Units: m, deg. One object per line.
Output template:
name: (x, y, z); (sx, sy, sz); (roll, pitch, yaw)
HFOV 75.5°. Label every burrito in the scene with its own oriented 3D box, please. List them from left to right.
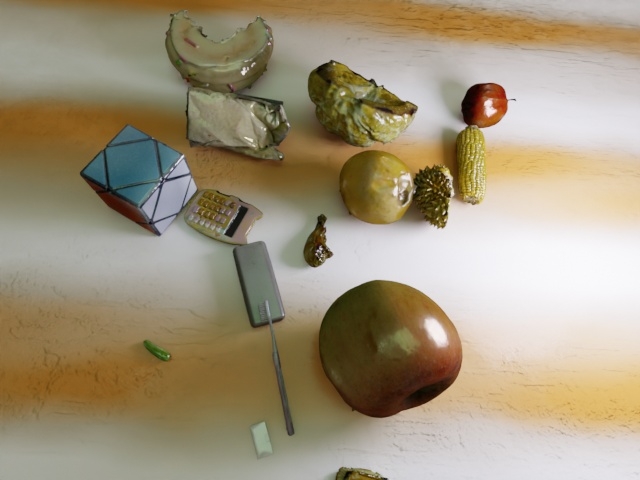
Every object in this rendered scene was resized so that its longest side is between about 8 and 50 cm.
burrito: (-0.265, -0.372, 1.345); (0.332, 0.135, 0.190); (9, 103, -5)

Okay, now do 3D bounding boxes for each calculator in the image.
calculator: (-0.307, -0.074, 1.285); (0.237, 0.033, 0.157); (24, 68, 7)

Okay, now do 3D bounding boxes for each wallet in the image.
wallet: (-0.152, 0.514, 1.066); (0.044, 0.011, 0.083); (-15, 69, -11)

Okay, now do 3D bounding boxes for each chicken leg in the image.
chicken leg: (0.000, 0.000, 1.268); (0.093, 0.070, 0.178); (12, 57, -6)

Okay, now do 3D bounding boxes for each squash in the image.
squash: (-0.446, 0.299, 1.122); (0.089, 0.027, 0.027); (28, 68, 8)

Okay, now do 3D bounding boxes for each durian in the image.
durian: (0.346, -0.140, 1.286); (0.138, 0.183, 0.249); (18, 23, 2)

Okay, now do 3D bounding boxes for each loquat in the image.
loquat: (0.162, -0.162, 1.267); (0.244, 0.244, 0.243); (2, 68, -4)

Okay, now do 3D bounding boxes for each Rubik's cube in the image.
Rubik's cube: (-0.516, -0.172, 1.211); (0.205, 0.207, 0.205); (29, 68, 8)

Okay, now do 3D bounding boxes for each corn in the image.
corn: (0.509, -0.252, 1.398); (0.106, 0.106, 0.293); (8, 70, -2)

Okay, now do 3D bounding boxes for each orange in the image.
orange: (0.111, -0.431, 1.361); (0.369, 0.210, 0.271); (34, 31, 7)

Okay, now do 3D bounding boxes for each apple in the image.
apple: (0.168, 0.260, 1.043); (0.339, 0.338, 0.305); (-19, 51, -12)

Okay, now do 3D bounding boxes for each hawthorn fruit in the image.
hawthorn fruit: (0.599, -0.480, 1.465); (0.194, 0.157, 0.157); (-12, 69, -7)

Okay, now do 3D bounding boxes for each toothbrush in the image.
toothbrush: (-0.120, 0.336, 1.102); (0.029, 0.024, 0.354); (-13, 80, -4)

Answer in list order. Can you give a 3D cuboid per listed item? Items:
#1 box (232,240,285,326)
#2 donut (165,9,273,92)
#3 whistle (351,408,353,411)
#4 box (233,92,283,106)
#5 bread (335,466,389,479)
box: (-0.180, 0.124, 1.200); (0.103, 0.055, 0.243); (-14, 70, -11)
donut: (-0.352, -0.656, 1.454); (0.371, 0.150, 0.307); (2, 68, -4)
whistle: (0.091, 0.398, 1.120); (0.057, 0.046, 0.109); (-24, 65, 1)
box: (-0.224, -0.446, 1.441); (0.178, 0.036, 0.115); (9, 69, -2)
bread: (0.102, 0.630, 1.010); (0.140, 0.069, 0.127); (13, 68, -3)
